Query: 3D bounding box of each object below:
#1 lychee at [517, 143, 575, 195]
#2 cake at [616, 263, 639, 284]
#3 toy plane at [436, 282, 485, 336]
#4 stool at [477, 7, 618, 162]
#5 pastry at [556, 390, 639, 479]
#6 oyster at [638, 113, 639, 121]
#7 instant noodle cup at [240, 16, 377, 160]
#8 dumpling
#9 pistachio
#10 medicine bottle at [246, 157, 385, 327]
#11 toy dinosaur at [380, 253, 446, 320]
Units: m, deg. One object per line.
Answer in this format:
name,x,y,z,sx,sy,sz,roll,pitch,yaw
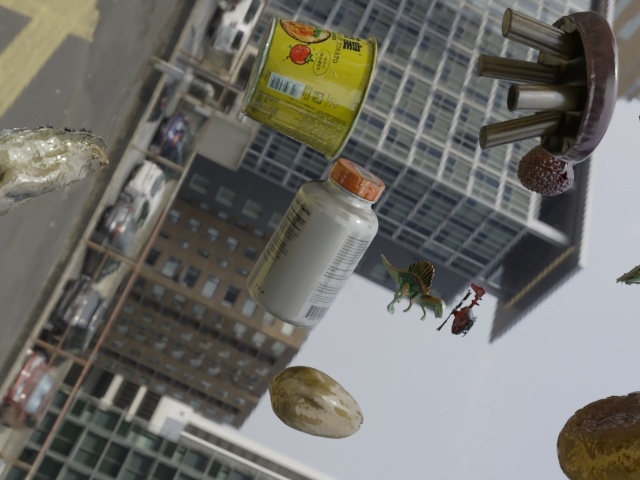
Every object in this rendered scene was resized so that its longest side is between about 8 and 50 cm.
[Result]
lychee,0.498,-0.159,1.744,0.123,0.129,0.123,-175,-90,-85
cake,0.743,0.007,1.591,0.158,0.284,0.172,70,19,-77
toy plane,0.320,0.160,1.747,0.145,0.060,0.037,-59,169,25
stool,0.399,-0.279,1.426,0.272,0.178,0.272,-177,-90,-84
pastry,0.706,0.456,1.790,0.356,0.356,0.164,-133,-155,-84
oyster,0.740,-0.227,1.688,0.056,0.105,0.177,-115,-168,-62
instant noodle cup,-0.038,-0.383,1.931,0.325,0.254,0.325,-163,-90,-78
dumpling,-0.495,-0.103,1.315,0.332,0.086,0.166,-32,157,-25
pistachio,-0.007,0.288,1.378,0.126,0.185,0.108,-41,-157,59
medicine bottle,0.000,0.000,1.399,0.288,0.157,0.157,-59,-173,15
toy dinosaur,0.166,0.075,1.435,0.106,0.044,0.187,-38,-139,32
